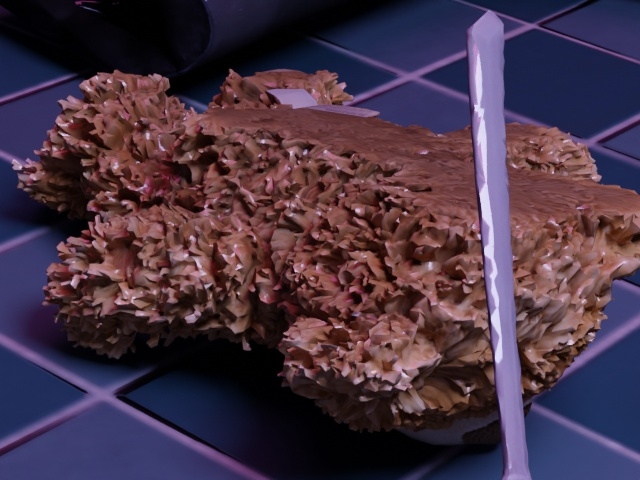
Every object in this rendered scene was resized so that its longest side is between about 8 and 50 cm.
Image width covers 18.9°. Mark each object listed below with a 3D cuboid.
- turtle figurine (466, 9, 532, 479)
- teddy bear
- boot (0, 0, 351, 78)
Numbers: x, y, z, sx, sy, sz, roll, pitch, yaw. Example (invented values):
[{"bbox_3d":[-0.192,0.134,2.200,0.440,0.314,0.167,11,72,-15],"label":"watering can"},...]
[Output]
[{"bbox_3d":[0.000,0.146,0.437,0.198,0.275,0.266,-22,21,27],"label":"turtle figurine"},{"bbox_3d":[0.000,0.000,0.835,0.338,0.113,0.245,18,22,39],"label":"teddy bear"},{"bbox_3d":[0.065,-0.194,1.143,0.367,0.146,0.445,15,24,40],"label":"boot"}]
